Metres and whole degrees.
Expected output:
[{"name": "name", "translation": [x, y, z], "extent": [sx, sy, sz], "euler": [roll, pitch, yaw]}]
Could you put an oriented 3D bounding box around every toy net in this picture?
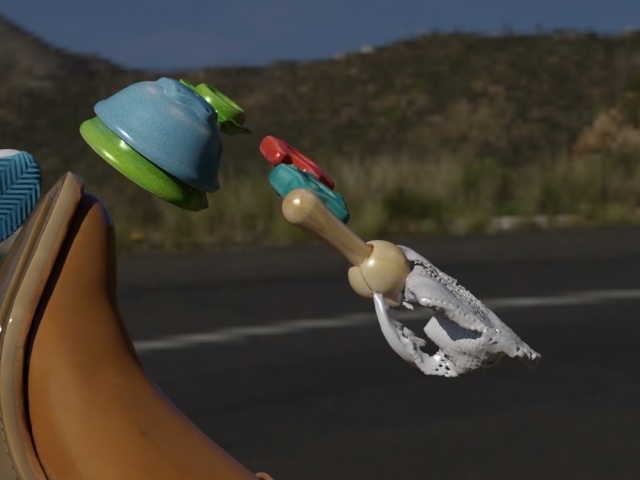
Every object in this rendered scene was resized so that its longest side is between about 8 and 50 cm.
[{"name": "toy net", "translation": [0.000, 0.000, 0.820], "extent": [0.232, 0.045, 0.122], "euler": [38, 8, 13]}]

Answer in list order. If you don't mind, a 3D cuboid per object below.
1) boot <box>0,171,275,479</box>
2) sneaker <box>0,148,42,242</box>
[{"name": "boot", "translation": [-0.057, 0.114, 0.810], "extent": [0.220, 0.283, 0.109], "euler": [16, -41, -21]}, {"name": "sneaker", "translation": [-0.366, -0.019, 1.736], "extent": [0.229, 0.087, 0.092], "euler": [-37, 24, 15]}]
